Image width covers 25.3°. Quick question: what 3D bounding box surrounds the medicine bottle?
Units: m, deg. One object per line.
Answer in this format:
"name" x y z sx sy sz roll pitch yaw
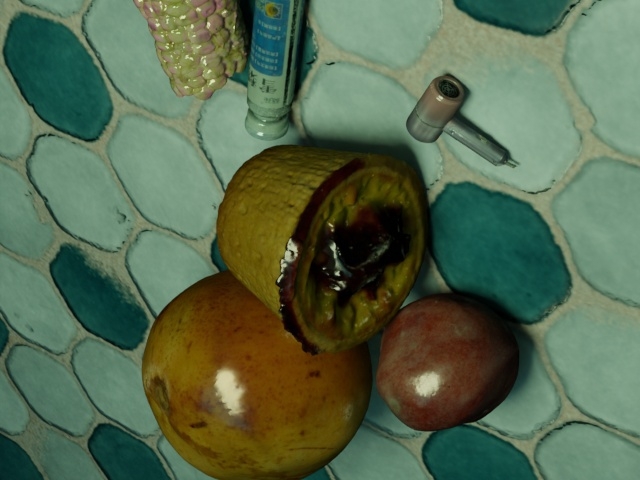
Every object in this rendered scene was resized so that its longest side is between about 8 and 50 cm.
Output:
"medicine bottle" -0.047 -0.186 1.436 0.051 0.051 0.191 29 137 18

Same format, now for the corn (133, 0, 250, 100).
"corn" -0.146 -0.293 1.376 0.127 0.126 0.335 10 131 35

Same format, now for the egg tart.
"egg tart" 0.000 0.000 1.453 0.171 0.215 0.215 24 138 41

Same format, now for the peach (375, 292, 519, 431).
"peach" 0.140 0.133 1.492 0.152 0.152 0.152 23 136 24

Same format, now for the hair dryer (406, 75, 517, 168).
"hair dryer" 0.143 -0.104 1.363 0.114 0.037 0.063 34 139 0

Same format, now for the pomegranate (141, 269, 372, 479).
"pomegranate" -0.066 0.151 1.598 0.264 0.264 0.264 23 136 24
